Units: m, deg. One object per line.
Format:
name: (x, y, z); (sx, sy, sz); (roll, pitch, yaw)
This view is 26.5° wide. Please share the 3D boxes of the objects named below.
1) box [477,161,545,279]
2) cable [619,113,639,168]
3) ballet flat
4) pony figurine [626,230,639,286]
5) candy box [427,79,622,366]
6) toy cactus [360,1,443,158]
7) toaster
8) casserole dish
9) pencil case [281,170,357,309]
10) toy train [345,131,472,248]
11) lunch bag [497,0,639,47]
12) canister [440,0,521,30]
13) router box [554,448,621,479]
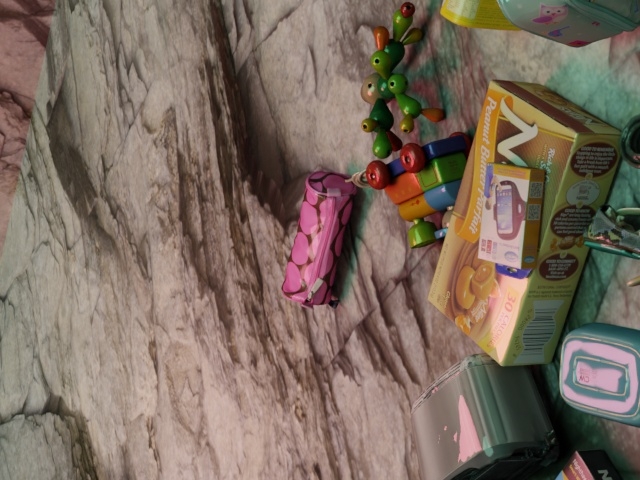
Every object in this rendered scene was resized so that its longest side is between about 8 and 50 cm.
box: (0.228, -0.023, 1.635); (0.081, 0.028, 0.136); (15, 101, 56)
cable: (0.402, -0.092, 1.450); (0.287, 0.072, 0.139); (50, 133, 53)
ballet flat: (0.371, -0.002, 1.538); (0.188, 0.070, 0.070); (24, 110, 53)
pony figurine: (0.480, 0.060, 1.168); (0.363, 0.303, 0.351); (-36, 67, 25)
candy box: (0.252, -0.022, 1.706); (0.183, 0.087, 0.316); (43, 125, 50)
toy cactus: (0.105, -0.227, 1.970); (0.180, 0.112, 0.219); (-175, 84, -78)
toaster: (0.208, 0.241, 1.739); (0.227, 0.129, 0.146); (-51, 45, 48)
casserole dish: (0.342, 0.159, 1.605); (0.188, 0.037, 0.114); (9, 97, 60)
pencil case: (0.000, 0.000, 2.124); (0.098, 0.095, 0.209); (-72, -7, -70)
toy train: (0.127, -0.052, 1.918); (0.248, 0.105, 0.143); (-24, 82, 56)
lunch bag: (0.277, -0.370, 1.552); (0.108, 0.224, 0.279); (-15, 75, 39)
canister: (0.227, -0.357, 1.720); (0.073, 0.126, 0.170); (45, 128, 50)
router box: (0.331, 0.358, 1.609); (0.179, 0.046, 0.133); (61, 138, 40)
